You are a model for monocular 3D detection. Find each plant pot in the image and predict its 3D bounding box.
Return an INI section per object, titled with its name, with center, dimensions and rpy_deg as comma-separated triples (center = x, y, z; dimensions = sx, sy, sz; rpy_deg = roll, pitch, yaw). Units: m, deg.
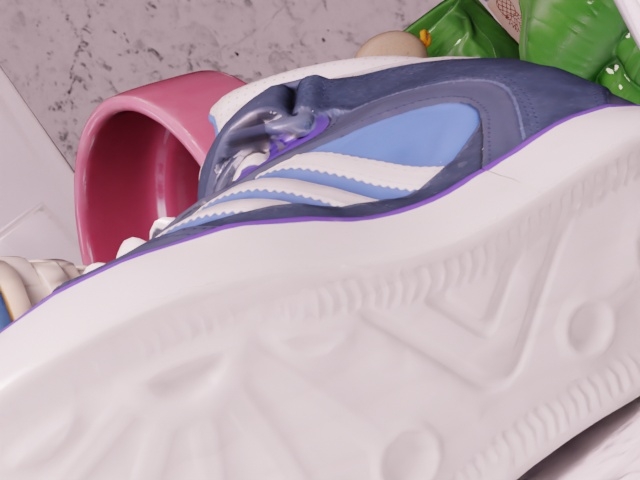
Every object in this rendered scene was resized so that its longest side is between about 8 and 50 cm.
[plant pot]
center = 0.000, 0.000, 0.885
dimensions = 0.180, 0.201, 0.201
rpy_deg = -21, -4, -30

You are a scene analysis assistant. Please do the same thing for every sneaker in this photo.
[sneaker]
center = -0.025, 0.024, 0.643
dimensions = 0.323, 0.130, 0.236
rpy_deg = -25, 20, -21

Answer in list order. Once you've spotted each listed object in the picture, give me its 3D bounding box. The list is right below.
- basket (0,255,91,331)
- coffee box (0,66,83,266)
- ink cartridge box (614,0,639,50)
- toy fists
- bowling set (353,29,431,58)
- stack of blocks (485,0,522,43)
[basket]
center = -0.186, 0.115, 0.757
dimensions = 0.289, 0.201, 0.255
rpy_deg = -4, -18, -38
[coffee box]
center = -0.320, 0.081, 1.470
dimensions = 0.338, 0.338, 0.334
rpy_deg = -37, 4, -8
[ink cartridge box]
center = 0.214, -0.164, 0.608
dimensions = 0.272, 0.130, 0.309
rpy_deg = -27, -1, 11
[toy fists]
center = 0.139, -0.096, 1.055
dimensions = 0.279, 0.142, 0.096
rpy_deg = -33, 15, 45
[bowling set]
center = -0.030, 0.017, 1.060
dimensions = 0.287, 0.154, 0.200
rpy_deg = -37, 5, -18
[stack of blocks]
center = 0.223, -0.191, 1.180
dimensions = 0.087, 0.171, 0.297
rpy_deg = -38, 4, -20
